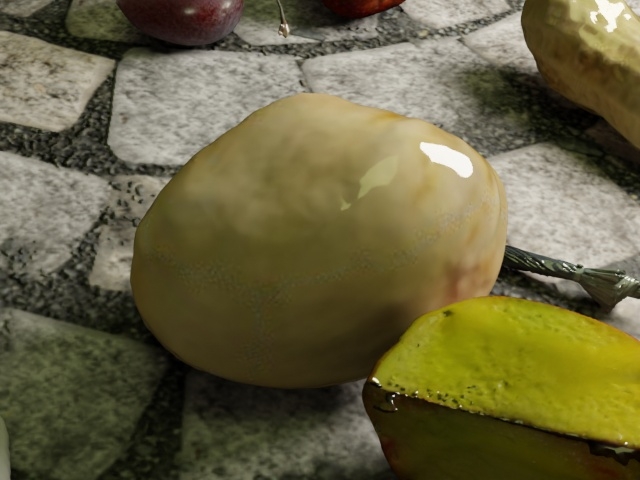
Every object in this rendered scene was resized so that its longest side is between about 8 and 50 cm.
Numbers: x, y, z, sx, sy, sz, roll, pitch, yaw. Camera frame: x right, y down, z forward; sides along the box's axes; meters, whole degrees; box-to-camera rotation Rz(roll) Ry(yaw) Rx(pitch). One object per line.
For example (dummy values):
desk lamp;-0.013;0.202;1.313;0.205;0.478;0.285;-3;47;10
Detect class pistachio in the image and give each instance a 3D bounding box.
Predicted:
pistachio;0.000;0.000;0.985;0.321;0.229;0.237;-15;80;-10

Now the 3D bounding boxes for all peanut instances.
peanut;0.332;-0.175;1.277;0.130;0.130;0.290;-27;59;-31

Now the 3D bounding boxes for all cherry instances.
cherry;-0.144;-0.258;1.321;0.148;0.115;0.188;5;45;-31

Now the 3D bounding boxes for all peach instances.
peach;0.182;0.140;0.888;0.268;0.158;0.154;9;45;22

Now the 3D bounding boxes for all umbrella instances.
umbrella;0.225;0.032;1.115;0.269;0.044;0.044;15;69;22

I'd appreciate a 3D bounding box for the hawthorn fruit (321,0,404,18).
hawthorn fruit;0.029;-0.361;1.426;0.163;0.162;0.203;-16;37;-22

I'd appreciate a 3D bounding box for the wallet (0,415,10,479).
wallet;-0.290;0.203;0.866;0.124;0.031;0.182;-3;45;-10
